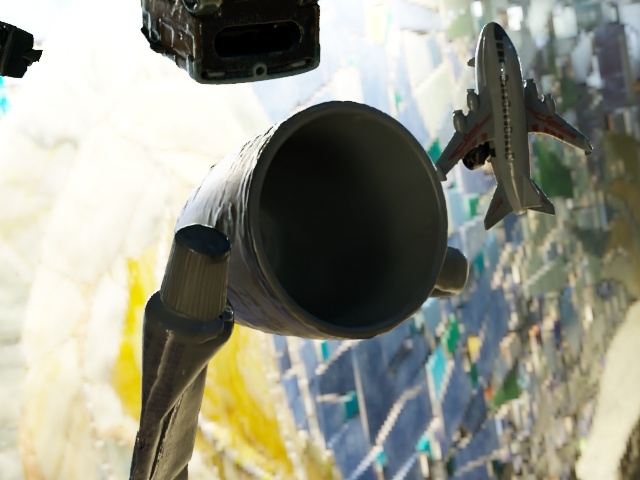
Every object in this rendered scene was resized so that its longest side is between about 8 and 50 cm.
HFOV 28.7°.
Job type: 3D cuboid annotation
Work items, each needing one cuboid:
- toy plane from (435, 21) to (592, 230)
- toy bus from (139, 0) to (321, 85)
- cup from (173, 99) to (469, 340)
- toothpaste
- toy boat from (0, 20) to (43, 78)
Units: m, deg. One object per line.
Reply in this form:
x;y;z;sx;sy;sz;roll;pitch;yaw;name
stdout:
0.157;-0.099;1.068;0.162;0.171;0.065;-12;-2;-29;toy plane
-0.081;-0.286;1.086;0.139;0.275;0.167;-12;27;-27;toy bus
0.000;0.000;1.289;0.301;0.227;0.257;18;-14;-29;cup
-0.110;0.115;0.957;0.099;0.282;0.068;-16;40;-38;toothpaste
-0.338;-0.200;1.291;0.060;0.055;0.141;13;6;-33;toy boat
